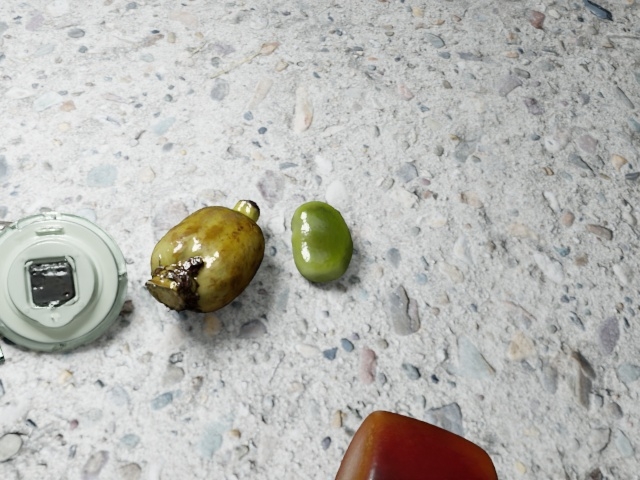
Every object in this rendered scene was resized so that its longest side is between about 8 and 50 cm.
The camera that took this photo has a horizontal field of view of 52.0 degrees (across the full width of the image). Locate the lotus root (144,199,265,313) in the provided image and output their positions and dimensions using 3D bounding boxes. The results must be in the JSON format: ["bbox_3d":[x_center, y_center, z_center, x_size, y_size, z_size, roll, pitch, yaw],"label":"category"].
[{"bbox_3d":[-0.193,0.027,1.180,0.169,0.141,0.314,32,45,9],"label":"lotus root"}]

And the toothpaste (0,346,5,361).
[{"bbox_3d":[-0.542,0.164,1.080,0.020,0.017,0.083,-22,61,-23],"label":"toothpaste"}]

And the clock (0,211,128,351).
[{"bbox_3d":[-0.439,0.067,1.077,0.237,0.053,0.236,0,88,-14],"label":"clock"}]

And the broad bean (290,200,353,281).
[{"bbox_3d":[0.000,0.000,1.285,0.125,0.082,0.174,-6,65,-16],"label":"broad bean"}]

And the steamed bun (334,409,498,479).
[{"bbox_3d":[0.113,0.416,0.887,0.235,0.248,0.379,20,53,4],"label":"steamed bun"}]

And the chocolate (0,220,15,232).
[{"bbox_3d":[-0.511,0.013,1.145,0.248,0.110,0.110,-4,55,-8],"label":"chocolate"}]
